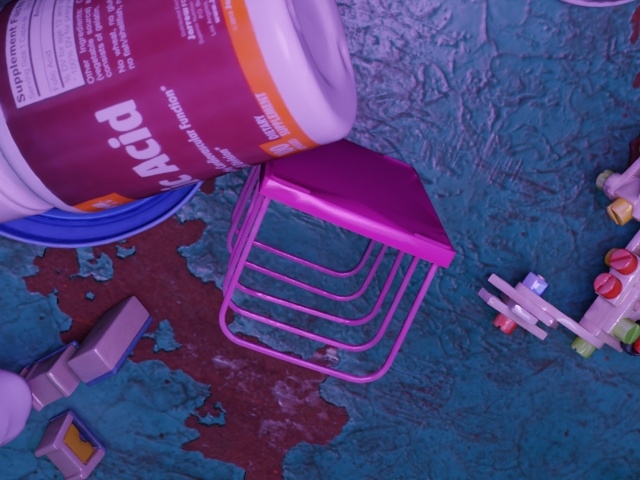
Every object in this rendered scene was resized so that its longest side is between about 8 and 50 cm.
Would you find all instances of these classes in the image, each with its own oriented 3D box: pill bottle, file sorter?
[{"bbox_3d":[-0.182,-0.154,0.861,0.392,0.224,0.224,-15,110,17],"label":"pill bottle"},{"bbox_3d":[0.000,0.000,1.003,0.202,0.290,0.182,21,109,-10],"label":"file sorter"}]

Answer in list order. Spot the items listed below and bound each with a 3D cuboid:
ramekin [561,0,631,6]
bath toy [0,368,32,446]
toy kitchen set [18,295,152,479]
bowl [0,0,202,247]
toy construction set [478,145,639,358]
[{"bbox_3d":[0.338,-0.395,0.974,0.273,0.127,0.273,-1,108,-4],"label":"ramekin"},{"bbox_3d":[-0.499,0.122,1.048,0.151,0.129,0.348,-43,89,15],"label":"bath toy"},{"bbox_3d":[-0.290,0.203,1.161,0.207,0.122,0.166,-27,110,27],"label":"toy kitchen set"},{"bbox_3d":[-0.298,-0.186,1.031,0.391,0.077,0.391,-1,109,-3],"label":"bowl"},{"bbox_3d":[0.369,0.028,1.107,0.215,0.151,0.327,29,114,-38],"label":"toy construction set"}]
